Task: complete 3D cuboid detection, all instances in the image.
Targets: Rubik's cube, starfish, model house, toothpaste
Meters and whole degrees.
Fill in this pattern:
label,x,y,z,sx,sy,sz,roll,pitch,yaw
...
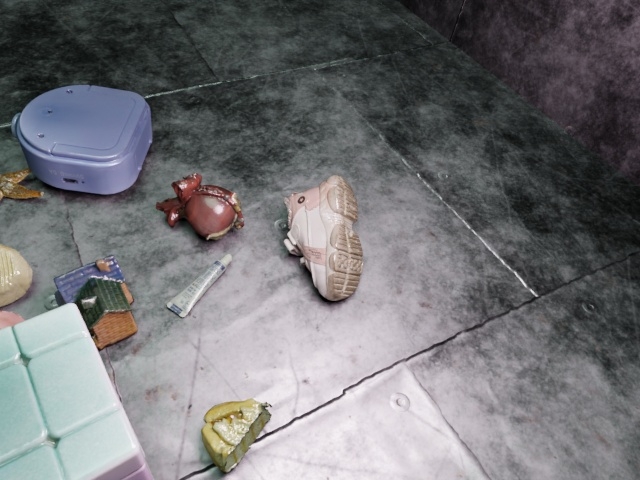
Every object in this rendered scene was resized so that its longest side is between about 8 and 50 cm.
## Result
label,x,y,z,sx,sy,sz,roll,pitch,yaw
Rubik's cube,-0.501,0.361,0.819,0.316,0.318,0.322,-25,59,-28
starfish,-0.931,-0.135,1.354,0.247,0.050,0.138,-22,57,-17
model house,-0.526,0.134,1.106,0.166,0.172,0.183,-24,58,-28
toothpaste,-0.310,0.111,1.250,0.062,0.037,0.216,30,56,16

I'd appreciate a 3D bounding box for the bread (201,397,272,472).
label,x,y,z,sx,sy,sz,roll,pitch,yaw
bread,-0.186,0.390,0.999,0.110,0.103,0.156,23,44,25

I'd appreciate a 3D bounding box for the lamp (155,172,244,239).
label,x,y,z,sx,sy,sz,roll,pitch,yaw
lamp,-0.326,-0.089,1.347,0.223,0.215,0.151,46,40,0

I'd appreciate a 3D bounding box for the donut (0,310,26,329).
label,x,y,z,sx,sy,sz,roll,pitch,yaw
donut,-0.697,0.224,1.058,0.117,0.065,0.166,-3,52,-49

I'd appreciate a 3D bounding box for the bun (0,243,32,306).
label,x,y,z,sx,sy,sz,roll,pitch,yaw
bun,-0.806,0.089,1.147,0.188,0.111,0.164,-18,73,-25

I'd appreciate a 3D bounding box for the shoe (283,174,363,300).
label,x,y,z,sx,sy,sz,roll,pitch,yaw
shoe,0.001,0.002,1.325,0.198,0.172,0.351,-12,64,28

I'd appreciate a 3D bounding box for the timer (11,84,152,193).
label,x,y,z,sx,sy,sz,roll,pitch,yaw
timer,-0.728,-0.312,1.448,0.395,0.173,0.395,7,49,-8
